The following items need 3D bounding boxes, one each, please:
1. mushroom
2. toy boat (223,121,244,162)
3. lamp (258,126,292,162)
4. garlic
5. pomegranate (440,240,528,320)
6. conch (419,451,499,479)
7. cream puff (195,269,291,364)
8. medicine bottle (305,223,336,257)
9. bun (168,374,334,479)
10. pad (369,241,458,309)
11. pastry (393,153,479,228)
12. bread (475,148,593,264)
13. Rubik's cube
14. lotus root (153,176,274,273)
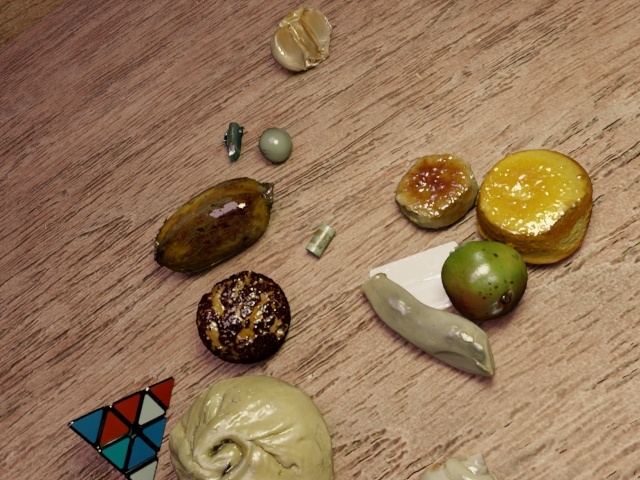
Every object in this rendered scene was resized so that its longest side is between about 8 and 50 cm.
[{"bbox_3d":[0.231,0.184,1.035,0.351,0.097,0.109,29,90,30],"label":"mushroom"},{"bbox_3d":[-0.279,-0.309,1.491,0.060,0.055,0.141,-6,64,10],"label":"toy boat"},{"bbox_3d":[-0.134,-0.287,1.398,0.105,0.105,0.105,-9,63,17],"label":"lamp"},{"bbox_3d":[-0.077,-0.648,1.534,0.229,0.178,0.143,-48,25,-25],"label":"garlic"},{"bbox_3d":[0.341,0.071,1.014,0.180,0.180,0.209,-31,32,5],"label":"pomegranate"},{"bbox_3d":[0.244,0.512,0.858,0.158,0.127,0.255,16,73,26],"label":"conch"},{"bbox_3d":[-0.196,0.187,1.161,0.239,0.165,0.239,-9,61,16],"label":"cream puff"},{"bbox_3d":[0.000,0.000,1.242,0.047,0.047,0.083,28,78,29],"label":"medicine bottle"},{"bbox_3d":[-0.143,0.449,0.983,0.362,0.234,0.326,34,76,24],"label":"bun"},{"bbox_3d":[0.243,0.103,1.124,0.232,0.004,0.156,-20,60,11],"label":"pad"},{"bbox_3d":[0.290,-0.121,1.159,0.192,0.093,0.182,-48,56,-4],"label":"pastry"},{"bbox_3d":[0.472,-0.084,1.044,0.269,0.145,0.268,-11,60,19],"label":"bread"},{"bbox_3d":[-0.475,0.417,1.170,0.284,0.250,0.234,27,59,34],"label":"Rubik's cube"},{"bbox_3d":[-0.294,-0.048,1.301,0.398,0.179,0.195,-27,62,9],"label":"lotus root"}]
